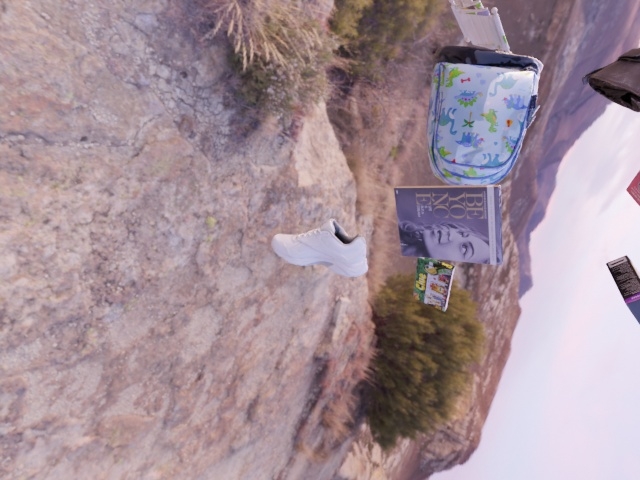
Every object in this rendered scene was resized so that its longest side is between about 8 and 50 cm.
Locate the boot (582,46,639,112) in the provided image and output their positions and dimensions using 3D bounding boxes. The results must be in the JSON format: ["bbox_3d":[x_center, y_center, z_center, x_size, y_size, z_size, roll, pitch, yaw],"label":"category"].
[{"bbox_3d":[0.615,-0.284,0.688,0.229,0.263,0.091,-39,129,3],"label":"boot"}]

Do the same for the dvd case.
[{"bbox_3d":[0.265,-0.035,0.890,0.018,0.221,0.164,-32,119,-48],"label":"dvd case"}]

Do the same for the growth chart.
[{"bbox_3d":[0.463,-0.636,1.241,0.021,0.237,0.172,-36,128,6],"label":"growth chart"}]

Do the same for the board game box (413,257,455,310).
[{"bbox_3d":[0.422,0.160,1.585,0.030,0.136,0.259,-48,147,-30],"label":"board game box"}]

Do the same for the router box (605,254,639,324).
[{"bbox_3d":[0.651,0.136,0.842,0.046,0.179,0.133,-33,-162,33],"label":"router box"}]

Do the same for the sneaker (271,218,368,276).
[{"bbox_3d":[0.000,0.000,0.953,0.090,0.232,0.115,-49,147,-63],"label":"sneaker"}]

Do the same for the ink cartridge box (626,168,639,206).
[{"bbox_3d":[0.895,-0.172,0.991,0.207,0.117,0.283,-86,-179,-47],"label":"ink cartridge box"}]

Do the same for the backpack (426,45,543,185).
[{"bbox_3d":[0.408,-0.308,1.108,0.273,0.290,0.355,-56,157,-73],"label":"backpack"}]
